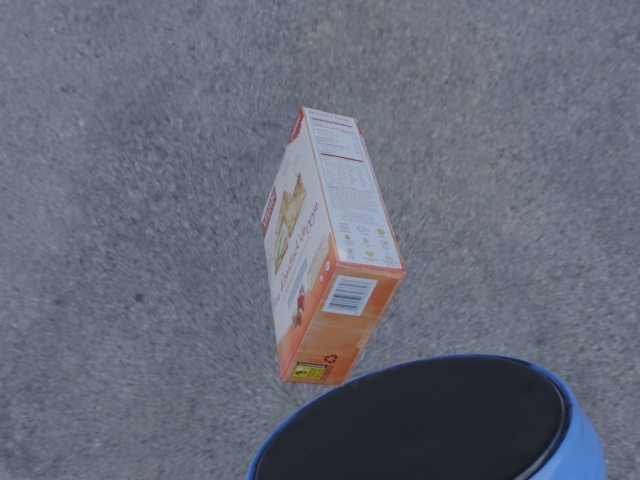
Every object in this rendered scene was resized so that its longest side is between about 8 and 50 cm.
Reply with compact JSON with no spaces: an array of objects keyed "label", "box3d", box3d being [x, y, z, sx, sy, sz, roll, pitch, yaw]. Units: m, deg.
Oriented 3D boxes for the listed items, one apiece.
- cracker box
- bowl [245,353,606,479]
[{"label":"cracker box","box3d":[0.000,0.000,0.680,0.067,0.156,0.232,9,40,-18]},{"label":"bowl","box3d":[0.100,0.237,0.765,0.390,0.391,0.077,-19,101,-6]}]
